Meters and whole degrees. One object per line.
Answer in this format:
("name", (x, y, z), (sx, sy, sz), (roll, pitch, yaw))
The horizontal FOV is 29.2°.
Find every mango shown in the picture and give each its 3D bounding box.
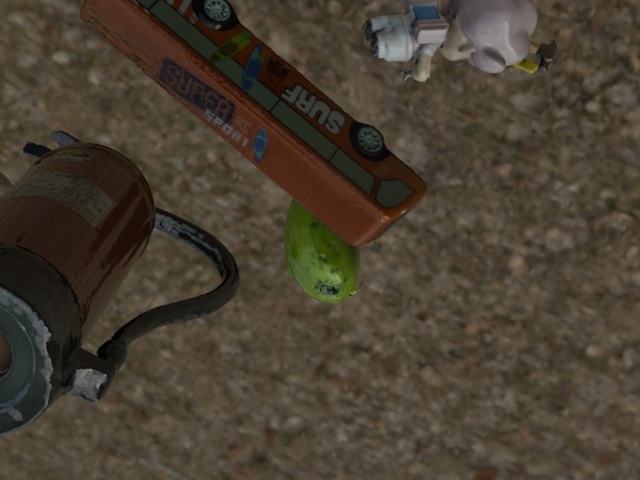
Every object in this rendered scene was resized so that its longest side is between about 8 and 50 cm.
("mango", (-0.001, 0.000, 1.635), (0.100, 0.178, 0.119), (-7, 152, -3))

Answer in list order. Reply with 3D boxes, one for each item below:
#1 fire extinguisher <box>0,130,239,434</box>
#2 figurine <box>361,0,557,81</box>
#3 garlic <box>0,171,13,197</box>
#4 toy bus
("fire extinguisher", (-0.176, 0.027, 0.921), (0.113, 0.376, 0.200), (-40, 104, 17))
("figurine", (0.165, -0.249, 1.428), (0.229, 0.137, 0.112), (-7, 135, -8))
("garlic", (-0.516, -0.003, 1.676), (0.210, 0.237, 0.292), (6, 178, 25))
("toy bus", (-0.069, -0.150, 1.296), (0.409, 0.092, 0.093), (40, 145, -5))
